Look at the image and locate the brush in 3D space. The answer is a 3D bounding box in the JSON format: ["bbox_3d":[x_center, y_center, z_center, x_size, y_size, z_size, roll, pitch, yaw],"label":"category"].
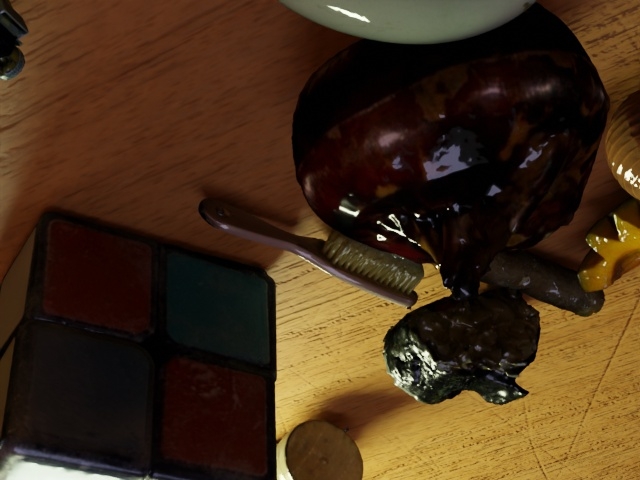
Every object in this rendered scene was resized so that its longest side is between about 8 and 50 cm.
[{"bbox_3d":[0.000,-0.002,1.299,0.312,0.072,0.067,22,112,-28],"label":"brush"}]

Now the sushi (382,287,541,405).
[{"bbox_3d":[0.190,0.139,1.400,0.212,0.147,0.115,-2,155,-31],"label":"sushi"}]

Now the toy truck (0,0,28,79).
[{"bbox_3d":[-0.359,-0.176,0.974,0.191,0.116,0.085,-27,156,7],"label":"toy truck"}]

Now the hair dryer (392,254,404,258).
[{"bbox_3d":[0.174,-0.017,1.263,0.197,0.057,0.100,-21,142,-1],"label":"hair dryer"}]

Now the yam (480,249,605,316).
[{"bbox_3d":[0.247,0.037,1.372,0.252,0.061,0.061,20,137,-28],"label":"yam"}]

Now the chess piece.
[{"bbox_3d":[-0.056,0.384,1.773,0.137,0.137,0.301,14,152,-23],"label":"chess piece"}]

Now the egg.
[{"bbox_3d":[0.066,-0.246,0.867,0.264,0.183,0.183,-2,144,7],"label":"egg"}]

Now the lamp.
[{"bbox_3d":[0.364,-0.099,1.141,0.136,0.136,0.136,-3,143,-2],"label":"lamp"}]

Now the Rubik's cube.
[{"bbox_3d":[-0.253,0.200,1.325,0.318,0.313,0.316,18,138,-25],"label":"Rubik's cube"}]

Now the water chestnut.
[{"bbox_3d":[0.124,-0.074,1.020,0.299,0.300,0.300,-3,143,-2],"label":"water chestnut"}]

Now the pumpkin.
[{"bbox_3d":[0.420,-0.027,1.278,0.254,0.149,0.131,-8,116,46],"label":"pumpkin"}]
